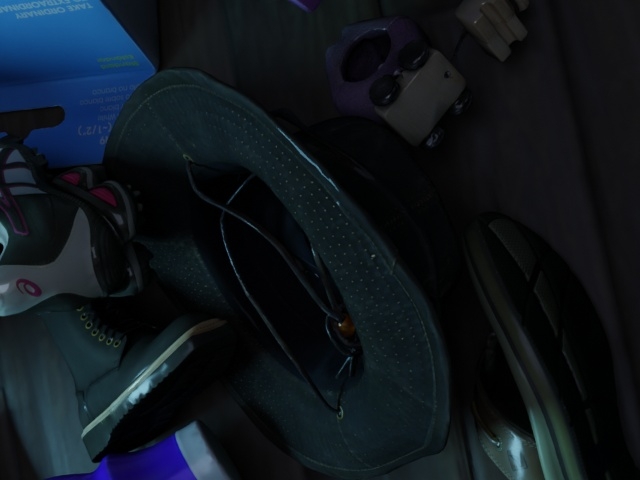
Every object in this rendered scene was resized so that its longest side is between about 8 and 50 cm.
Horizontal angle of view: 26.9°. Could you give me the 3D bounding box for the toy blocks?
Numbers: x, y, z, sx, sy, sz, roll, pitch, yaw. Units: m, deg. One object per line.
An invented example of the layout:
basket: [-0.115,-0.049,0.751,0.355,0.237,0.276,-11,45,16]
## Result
toy blocks: [0.003,-0.284,0.907,0.288,0.309,0.260,-50,40,-1]

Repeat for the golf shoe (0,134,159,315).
golf shoe: [-0.232,-0.008,0.952,0.273,0.120,0.105,9,118,52]

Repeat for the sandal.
sandal: [0.145,0.126,0.870,0.086,0.120,0.303,-22,81,31]

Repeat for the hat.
hat: [0.000,0.000,0.884,0.134,0.331,0.331,-38,72,-28]

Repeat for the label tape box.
label tape box: [-0.261,-0.229,1.025,0.249,0.115,0.348,-4,85,19]

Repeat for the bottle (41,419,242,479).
bottle: [-0.188,0.234,0.965,0.283,0.092,0.118,-33,112,-1]

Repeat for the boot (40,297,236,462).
boot: [-0.145,0.064,0.958,0.198,0.077,0.137,-42,68,44]
